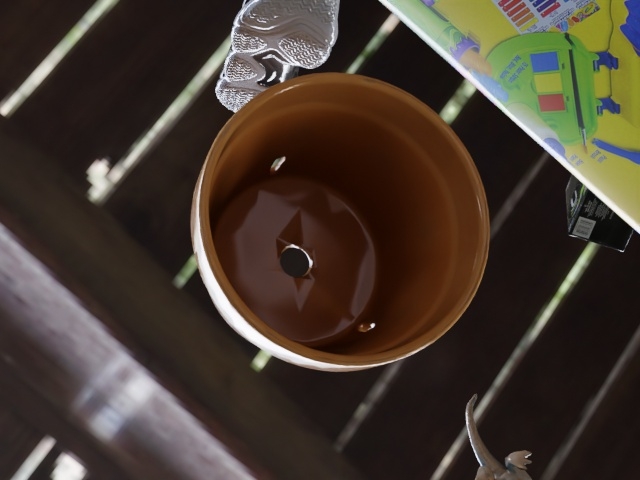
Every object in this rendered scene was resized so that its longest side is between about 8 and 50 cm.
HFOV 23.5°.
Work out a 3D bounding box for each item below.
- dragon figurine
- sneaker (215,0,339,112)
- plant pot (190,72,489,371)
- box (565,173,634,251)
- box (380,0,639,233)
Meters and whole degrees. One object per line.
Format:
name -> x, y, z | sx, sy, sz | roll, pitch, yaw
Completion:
dragon figurine -> 0.262, 0.348, 2.027 | 0.289, 0.085, 0.144 | 50, 168, 33
sneaker -> -0.036, -0.244, 1.615 | 0.101, 0.153, 0.268 | 20, 154, -10
plant pot -> 0.000, 0.000, 1.550 | 0.291, 0.291, 0.203 | 38, 159, -4
box -> 0.243, -0.042, 1.308 | 0.052, 0.083, 0.062 | 18, 121, -3
box -> 0.205, -0.162, 0.787 | 0.279, 0.177, 0.290 | 43, 156, 2
